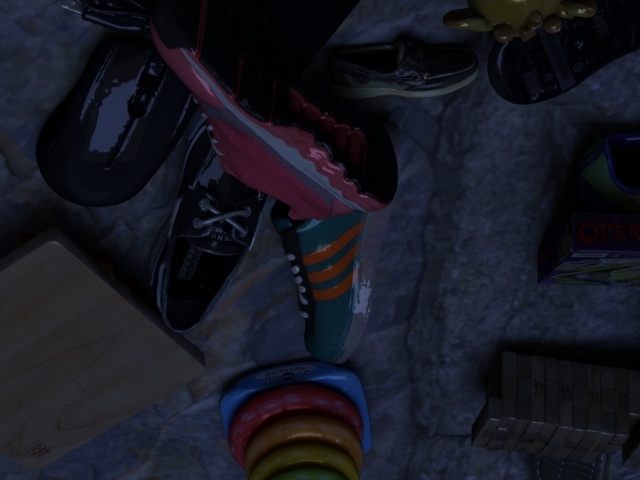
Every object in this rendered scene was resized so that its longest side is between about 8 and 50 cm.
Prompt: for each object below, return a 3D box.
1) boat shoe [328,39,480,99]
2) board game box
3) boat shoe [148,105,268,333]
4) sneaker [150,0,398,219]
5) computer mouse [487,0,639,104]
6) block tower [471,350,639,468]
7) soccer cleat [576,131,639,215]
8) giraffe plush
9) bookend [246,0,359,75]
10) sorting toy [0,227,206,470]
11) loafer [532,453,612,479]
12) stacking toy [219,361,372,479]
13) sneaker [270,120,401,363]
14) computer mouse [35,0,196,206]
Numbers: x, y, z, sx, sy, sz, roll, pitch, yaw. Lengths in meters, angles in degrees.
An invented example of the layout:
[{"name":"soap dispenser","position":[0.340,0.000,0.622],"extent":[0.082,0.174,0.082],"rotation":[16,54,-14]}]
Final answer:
[{"name":"boat shoe","position":[0.083,-0.173,1.620],"extent":[0.152,0.056,0.049],"rotation":[-9,137,0]},{"name":"board game box","position":[0.420,0.016,1.744],"extent":[0.346,0.056,0.208],"rotation":[2,165,-2]},{"name":"boat shoe","position":[-0.108,-0.028,1.690],"extent":[0.108,0.102,0.301],"rotation":[14,127,-20]},{"name":"sneaker","position":[-0.067,-0.109,1.534],"extent":[0.136,0.116,0.314],"rotation":[-23,131,35]},{"name":"computer mouse","position":[0.296,-0.200,1.628],"extent":[0.262,0.060,0.184],"rotation":[-32,125,5]},{"name":"block tower","position":[0.354,0.210,1.936],"extent":[0.335,0.097,0.091],"rotation":[7,148,-5]},{"name":"soccer cleat","position":[0.416,-0.068,1.724],"extent":[0.289,0.093,0.121],"rotation":[1,151,-6]},{"name":"giraffe plush","position":[0.161,-0.260,1.476],"extent":[0.181,0.170,0.210],"rotation":[-28,129,16]},{"name":"bookend","position":[-0.045,-0.256,1.519],"extent":[0.156,0.072,0.157],"rotation":[24,125,-25]},{"name":"sorting toy","position":[-0.304,0.104,1.792],"extent":[0.257,0.089,0.255],"rotation":[-31,128,19]},{"name":"loafer","position":[0.321,0.304,2.070],"extent":[0.094,0.087,0.251],"rotation":[22,125,22]},{"name":"stacking toy","position":[-0.018,0.299,1.861],"extent":[0.175,0.302,0.166],"rotation":[-10,132,2]},{"name":"sneaker","position":[0.000,0.000,1.736],"extent":[0.121,0.108,0.302],"rotation":[4,123,-10]},{"name":"computer mouse","position":[-0.201,-0.125,1.612],"extent":[0.188,0.072,0.272],"rotation":[17,127,-21]}]
